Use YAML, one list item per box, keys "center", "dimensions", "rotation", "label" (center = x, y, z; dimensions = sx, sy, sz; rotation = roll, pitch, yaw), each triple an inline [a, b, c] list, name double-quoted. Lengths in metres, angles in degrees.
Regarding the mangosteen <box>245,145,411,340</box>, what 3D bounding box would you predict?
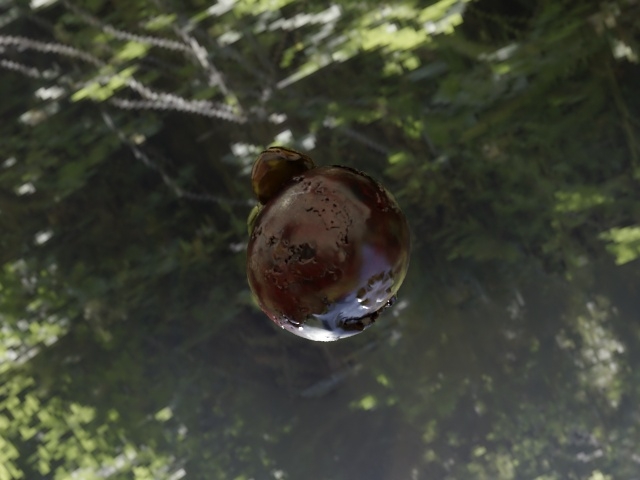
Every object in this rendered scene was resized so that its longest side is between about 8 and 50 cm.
- center: [0.000, 0.000, 1.273]
  dimensions: [0.166, 0.166, 0.180]
  rotation: [-30, -130, -4]
  label: "mangosteen"
